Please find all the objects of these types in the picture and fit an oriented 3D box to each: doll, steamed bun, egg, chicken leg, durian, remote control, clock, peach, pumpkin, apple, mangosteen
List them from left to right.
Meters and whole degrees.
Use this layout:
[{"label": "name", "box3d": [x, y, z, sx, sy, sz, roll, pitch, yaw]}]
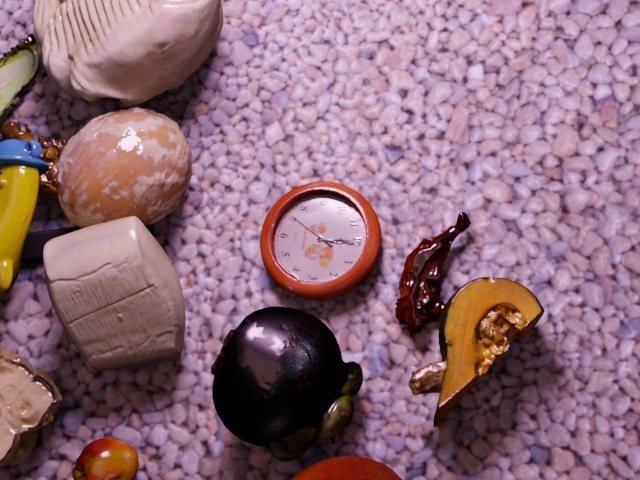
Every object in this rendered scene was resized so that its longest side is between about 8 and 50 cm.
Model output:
[{"label": "durian", "box3d": [-0.624, -0.238, 2.052, 0.132, 0.106, 0.375, 44, 53, -15]}, {"label": "doll", "box3d": [-0.548, -0.006, 1.939, 0.199, 0.145, 0.363, 39, 107, 38]}, {"label": "steamed bun", "box3d": [-0.534, 0.276, 1.919, 0.192, 0.106, 0.177, 33, 79, 9]}, {"label": "chicken leg", "box3d": [-0.501, -0.150, 2.042, 0.085, 0.101, 0.207, -28, 58, -29]}, {"label": "remote control", "box3d": [-0.408, 0.000, 2.012, 0.245, 0.025, 0.063, -7, 69, 9]}, {"label": "peach", "box3d": [-0.343, 0.368, 1.860, 0.101, 0.101, 0.101, -3, 74, 10]}, {"label": "steamed bun", "box3d": [-0.326, 0.082, 1.884, 0.200, 0.155, 0.250, -17, 115, 5]}, {"label": "egg", "box3d": [-0.328, -0.114, 1.930, 0.245, 0.203, 0.203, -37, 70, -22]}, {"label": "steamed bun", "box3d": [-0.312, -0.387, 1.993, 0.352, 0.247, 0.339, -38, 56, 23]}, {"label": "mangosteen", "box3d": [-0.054, 0.221, 1.787, 0.243, 0.243, 0.243, -3, 74, 10]}, {"label": "clock", "box3d": [0.000, 0.000, 1.915, 0.205, 0.051, 0.205, -3, 72, 10]}, {"label": "apple", "box3d": [0.031, 0.430, 1.709, 0.230, 0.230, 0.230, -3, 74, 10]}, {"label": "chicken leg", "box3d": [0.177, 0.052, 1.867, 0.089, 0.048, 0.219, 15, 78, 12]}, {"label": "pumpkin", "box3d": [0.222, 0.159, 1.789, 0.126, 0.131, 0.248, 43, 81, 10]}]
